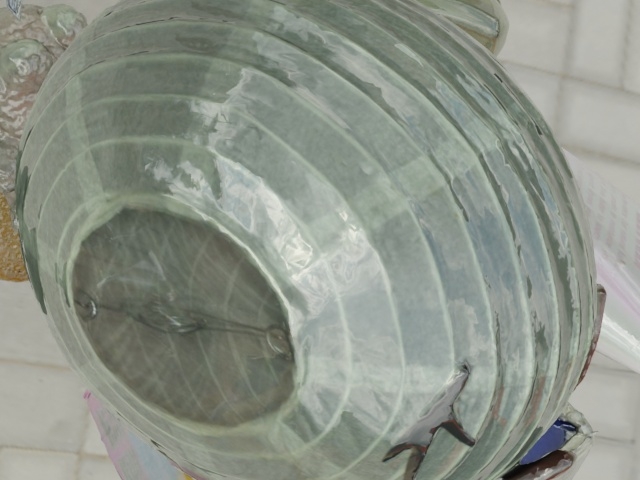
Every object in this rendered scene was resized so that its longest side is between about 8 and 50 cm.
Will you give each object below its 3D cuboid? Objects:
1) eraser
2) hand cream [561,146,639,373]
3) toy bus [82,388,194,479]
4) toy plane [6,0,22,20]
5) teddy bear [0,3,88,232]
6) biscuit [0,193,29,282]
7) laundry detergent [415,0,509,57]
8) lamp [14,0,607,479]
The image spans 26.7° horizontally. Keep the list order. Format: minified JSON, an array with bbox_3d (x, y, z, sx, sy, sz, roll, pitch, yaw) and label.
[{"bbox_3d":[0.316,0.348,2.049,0.155,0.332,0.101,-33,70,-13],"label":"eraser"},{"bbox_3d":[0.096,-0.034,0.851,0.359,0.185,0.118,32,118,-3],"label":"hand cream"},{"bbox_3d":[-0.074,0.257,1.299,0.171,0.162,0.386,-8,64,-50],"label":"toy bus"},{"bbox_3d":[-0.240,-0.312,1.222,0.226,0.058,0.226,34,99,-37],"label":"toy plane"},{"bbox_3d":[-0.315,-0.133,1.531,0.236,0.151,0.267,-55,135,-47],"label":"teddy bear"},{"bbox_3d":[-0.387,-0.043,1.789,0.226,0.042,0.226,-22,130,-28],"label":"biscuit"},{"bbox_3d":[0.073,-0.254,1.224,0.181,0.091,0.253,7,44,-14],"label":"laundry detergent"},{"bbox_3d":[0.000,0.000,0.585,0.265,0.233,0.233,23,76,21],"label":"lamp"}]
